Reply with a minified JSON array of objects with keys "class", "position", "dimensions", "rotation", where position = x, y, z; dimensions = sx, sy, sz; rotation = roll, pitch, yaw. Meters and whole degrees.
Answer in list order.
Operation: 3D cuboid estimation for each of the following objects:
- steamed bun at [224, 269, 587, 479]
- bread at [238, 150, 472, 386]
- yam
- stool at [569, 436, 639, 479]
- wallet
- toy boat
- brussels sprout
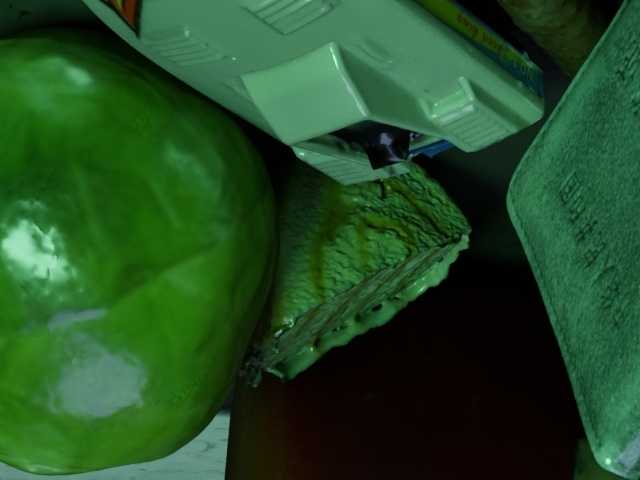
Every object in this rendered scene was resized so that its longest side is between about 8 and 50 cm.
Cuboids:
[{"class":"steamed bun","position":[0.058,0.160,1.204],"dimensions":[0.235,0.379,0.248],"rotation":[3,129,-2]},{"class":"bread","position":[-0.005,0.001,1.098],"dimensions":[0.156,0.110,0.103],"rotation":[-27,167,-38]},{"class":"yam","position":[0.069,-0.136,0.876],"dimensions":[0.045,0.045,0.327],"rotation":[13,167,35]},{"class":"stool","position":[0.237,0.044,1.037],"dimensions":[0.178,0.272,0.272],"rotation":[10,157,4]},{"class":"wallet","position":[0.146,-0.022,0.866],"dimensions":[0.036,0.222,0.167],"rotation":[21,119,-17]},{"class":"toy boat","position":[-0.023,-0.103,0.898],"dimensions":[0.129,0.088,0.295],"rotation":[-16,152,33]},{"class":"brussels sprout","position":[-0.136,0.006,1.002],"dimensions":[0.244,0.244,0.244],"rotation":[1,157,0]}]
